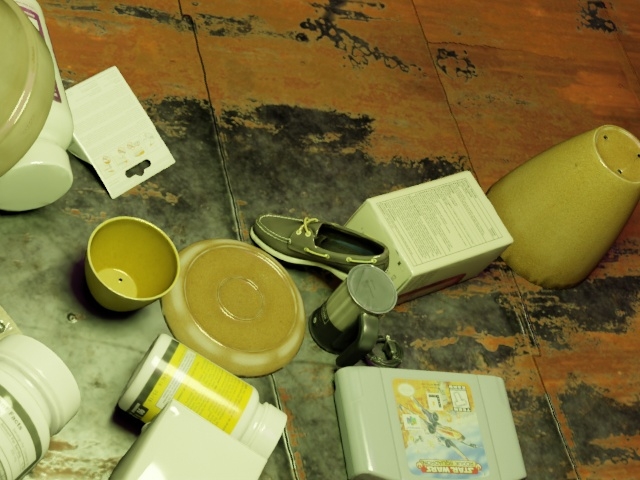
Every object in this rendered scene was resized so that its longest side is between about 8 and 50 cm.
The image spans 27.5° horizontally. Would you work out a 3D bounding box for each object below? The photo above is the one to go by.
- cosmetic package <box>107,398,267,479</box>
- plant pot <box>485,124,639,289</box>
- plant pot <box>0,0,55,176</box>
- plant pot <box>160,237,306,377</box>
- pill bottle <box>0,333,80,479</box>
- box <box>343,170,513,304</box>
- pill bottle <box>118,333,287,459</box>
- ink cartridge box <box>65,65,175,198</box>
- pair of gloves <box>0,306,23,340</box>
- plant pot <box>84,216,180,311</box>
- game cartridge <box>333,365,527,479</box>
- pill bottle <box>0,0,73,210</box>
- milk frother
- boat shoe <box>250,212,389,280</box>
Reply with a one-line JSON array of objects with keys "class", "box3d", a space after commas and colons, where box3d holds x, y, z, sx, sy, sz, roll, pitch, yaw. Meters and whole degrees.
[{"class": "cosmetic package", "box3d": [-0.228, 0.397, 1.564, 0.155, 0.197, 0.365, 34, 49, -5]}, {"class": "plant pot", "box3d": [0.446, -0.077, 2.244, 0.237, 0.254, 0.237, 16, 53, -22]}, {"class": "plant pot", "box3d": [-0.535, -0.245, 1.655, 0.323, 0.280, 0.323, -3, 68, 8]}, {"class": "plant pot", "box3d": [-0.123, 0.092, 1.945, 0.236, 0.032, 0.236, 16, 51, -21]}, {"class": "pill bottle", "box3d": [-0.432, 0.247, 1.571, 0.161, 0.161, 0.283, 42, 47, 2]}, {"class": "box", "box3d": [0.167, -0.001, 2.113, 0.232, 0.127, 0.148, -16, 68, -37]}, {"class": "pill bottle", "box3d": [-0.158, 0.226, 1.772, 0.209, 0.119, 0.119, 32, 48, -7]}, {"class": "ink cartridge box", "box3d": [-0.327, -0.164, 2.012, 0.145, 0.045, 0.179, -36, 99, -42]}, {"class": "pair of gloves", "box3d": [-0.534, 0.099, 1.696, 0.240, 0.042, 0.204, 44, 45, 2]}, {"class": "plant pot", "box3d": [-0.278, 0.047, 1.842, 0.134, 0.095, 0.134, 16, 52, -21]}, {"class": "game cartridge", "box3d": [0.170, 0.292, 1.963, 0.297, 0.062, 0.198, 6, 52, -27]}, {"class": "pill bottle", "box3d": [-0.449, -0.200, 1.866, 0.169, 0.169, 0.301, -3, 60, -31]}, {"class": "milk frother", "box3d": [0.080, 0.121, 1.972, 0.143, 0.134, 0.129, -5, 62, -32]}, {"class": "boat shoe", "box3d": [0.000, 0.000, 2.012, 0.228, 0.068, 0.081, 20, 43, 12]}]
